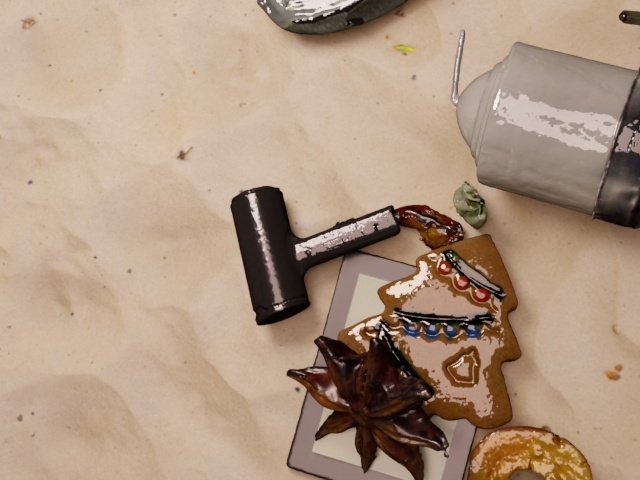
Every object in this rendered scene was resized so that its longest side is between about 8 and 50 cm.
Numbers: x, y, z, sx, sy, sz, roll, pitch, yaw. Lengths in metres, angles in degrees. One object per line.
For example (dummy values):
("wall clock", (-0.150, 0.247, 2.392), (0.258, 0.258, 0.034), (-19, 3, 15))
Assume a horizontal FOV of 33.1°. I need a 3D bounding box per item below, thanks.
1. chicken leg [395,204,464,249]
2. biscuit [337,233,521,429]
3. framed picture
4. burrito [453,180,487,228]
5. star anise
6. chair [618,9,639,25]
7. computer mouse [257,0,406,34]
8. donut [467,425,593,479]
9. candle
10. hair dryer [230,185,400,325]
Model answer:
("chicken leg", (0.146, -0.025, 1.622), (0.145, 0.037, 0.062), (20, 101, 12))
("biscuit", (0.178, 0.125, 1.572), (0.278, 0.043, 0.301), (20, 86, 12))
("framed picture", (0.116, 0.207, 1.601), (0.265, 0.016, 0.347), (14, 85, 12))
("burrito", (0.218, -0.052, 1.569), (0.044, 0.118, 0.074), (-26, 86, 10))
("star anise", (0.080, 0.223, 1.521), (0.272, 0.272, 0.102), (37, 49, 13))
("chair", (0.584, -0.321, 1.528), (0.270, 0.147, 0.136), (-4, 50, -31))
("computer mouse", (0.075, -0.448, 1.650), (0.374, 0.114, 0.203), (-27, 81, 13))
("donut", (0.296, 0.343, 1.527), (0.178, 0.065, 0.162), (14, 90, 11))
("candle", (0.335, -0.154, 1.512), (0.342, 0.221, 0.221), (15, 85, 15))
("hair dryer", (0.000, 0.000, 1.615), (0.251, 0.089, 0.197), (-17, 77, 8))
